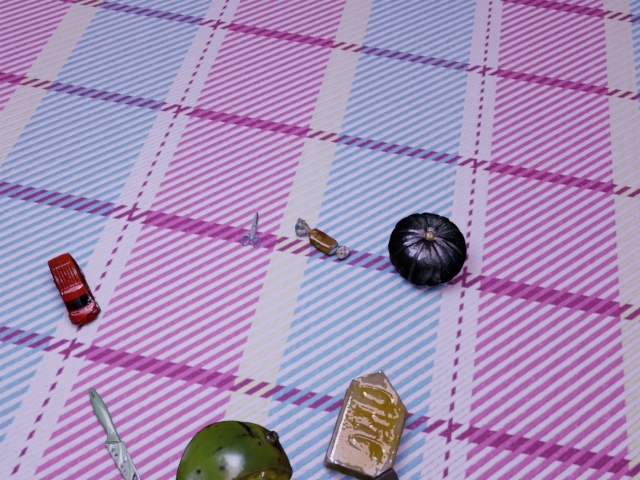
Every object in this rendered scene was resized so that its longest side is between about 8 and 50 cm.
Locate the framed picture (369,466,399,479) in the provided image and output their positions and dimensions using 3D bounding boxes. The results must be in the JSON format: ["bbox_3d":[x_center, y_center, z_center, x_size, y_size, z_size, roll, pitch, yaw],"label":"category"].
[{"bbox_3d":[0.145,0.620,1.445,0.128,0.023,0.168,-25,92,-18],"label":"framed picture"}]

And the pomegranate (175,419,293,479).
[{"bbox_3d":[-0.218,0.535,1.409,0.341,0.260,0.260,-31,61,7],"label":"pomegranate"}]

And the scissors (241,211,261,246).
[{"bbox_3d":[-0.199,-0.034,1.899,0.058,0.014,0.119,8,61,1],"label":"scissors"}]

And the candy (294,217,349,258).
[{"bbox_3d":[0.000,0.000,1.870,0.182,0.046,0.053,34,59,12],"label":"candy"}]

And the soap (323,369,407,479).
[{"bbox_3d":[0.121,0.448,1.566,0.161,0.080,0.257,18,59,4],"label":"soap"}]

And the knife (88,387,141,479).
[{"bbox_3d":[-0.504,0.480,1.551,0.043,0.019,0.293,-28,64,-21],"label":"knife"}]

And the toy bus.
[{"bbox_3d":[-0.665,0.132,1.725,0.081,0.089,0.195,-26,62,-17],"label":"toy bus"}]

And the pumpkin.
[{"bbox_3d":[0.299,0.025,1.801,0.221,0.161,0.220,-2,58,2],"label":"pumpkin"}]
